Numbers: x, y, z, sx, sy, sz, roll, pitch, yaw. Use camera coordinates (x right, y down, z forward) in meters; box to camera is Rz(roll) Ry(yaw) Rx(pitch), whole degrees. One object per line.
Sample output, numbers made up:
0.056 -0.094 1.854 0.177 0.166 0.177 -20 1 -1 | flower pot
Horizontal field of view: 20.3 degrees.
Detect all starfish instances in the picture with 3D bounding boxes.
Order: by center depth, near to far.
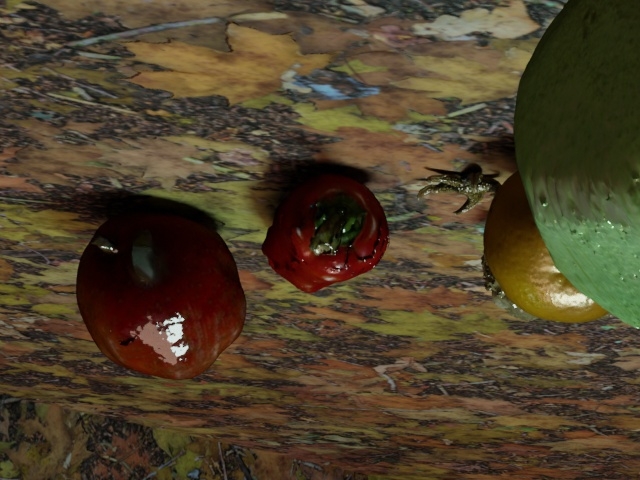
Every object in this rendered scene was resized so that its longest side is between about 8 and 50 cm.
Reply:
0.133 -0.047 1.691 0.091 0.028 0.078 -2 159 34 | starfish

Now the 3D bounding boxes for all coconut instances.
0.293 -0.057 1.096 0.328 0.281 0.328 1 152 1 | coconut

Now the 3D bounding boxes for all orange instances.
0.222 -0.007 1.597 0.159 0.159 0.136 4 -151 1 | orange

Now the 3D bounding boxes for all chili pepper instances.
0.000 0.000 1.779 0.110 0.110 0.387 7 171 -8 | chili pepper

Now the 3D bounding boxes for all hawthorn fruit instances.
-0.180 0.050 1.893 0.185 0.185 0.202 -4 149 30 | hawthorn fruit

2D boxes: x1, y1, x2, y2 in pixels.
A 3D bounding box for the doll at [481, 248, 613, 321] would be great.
0.268 0.028 1.781 0.221 0.105 0.115 3 159 17 | doll
